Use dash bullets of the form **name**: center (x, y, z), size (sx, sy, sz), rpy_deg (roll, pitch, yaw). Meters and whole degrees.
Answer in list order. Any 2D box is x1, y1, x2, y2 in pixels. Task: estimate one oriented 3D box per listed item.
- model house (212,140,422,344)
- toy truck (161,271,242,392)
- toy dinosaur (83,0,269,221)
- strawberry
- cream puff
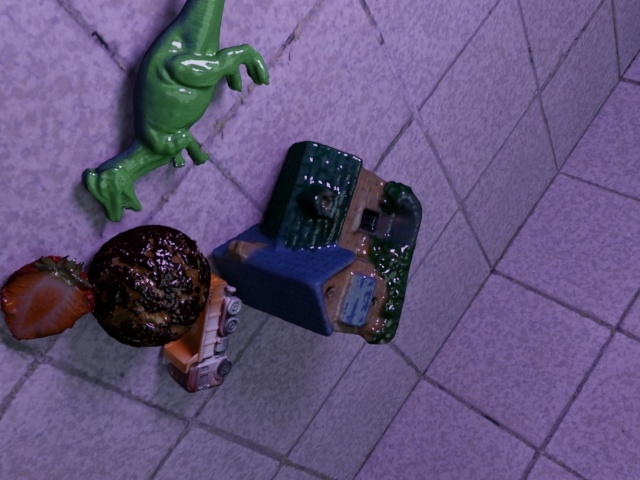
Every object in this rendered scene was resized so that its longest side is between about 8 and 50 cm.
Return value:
- **model house**: center (0.000, 0.000, 1.417), size (0.343, 0.335, 0.382), rpy_deg (22, 86, -55)
- **toy truck**: center (-0.259, 0.198, 1.407), size (0.135, 0.114, 0.270), rpy_deg (-9, 117, -46)
- **toy dinosaur**: center (-0.291, -0.307, 1.073), size (0.374, 0.144, 0.500), rpy_deg (-30, 131, -18)
- **strawberry**: center (-0.473, 0.101, 1.118), size (0.146, 0.082, 0.187), rpy_deg (37, 106, -20)
- **cream puff**: center (-0.316, 0.091, 1.212), size (0.239, 0.165, 0.239), rpy_deg (-14, 119, -27)
